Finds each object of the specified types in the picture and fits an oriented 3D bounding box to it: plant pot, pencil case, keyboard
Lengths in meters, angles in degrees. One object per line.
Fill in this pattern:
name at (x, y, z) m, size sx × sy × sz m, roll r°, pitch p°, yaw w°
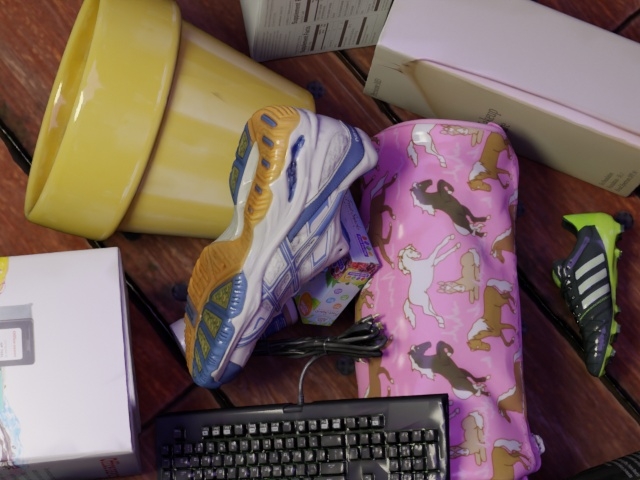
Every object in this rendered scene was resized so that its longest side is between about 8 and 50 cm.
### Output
plant pot at (-0.143, -0.108, 1.575) m, size 0.239 × 0.254 × 0.254 m, roll 16°, pitch 75°, yaw -16°
pencil case at (0.123, 0.066, 1.584) m, size 0.167 × 0.160 × 0.386 m, roll 11°, pitch 71°, yaw -42°
keyboard at (-0.023, 0.176, 1.529) m, size 0.317 × 0.033 × 0.202 m, roll -7°, pitch 75°, yaw 27°

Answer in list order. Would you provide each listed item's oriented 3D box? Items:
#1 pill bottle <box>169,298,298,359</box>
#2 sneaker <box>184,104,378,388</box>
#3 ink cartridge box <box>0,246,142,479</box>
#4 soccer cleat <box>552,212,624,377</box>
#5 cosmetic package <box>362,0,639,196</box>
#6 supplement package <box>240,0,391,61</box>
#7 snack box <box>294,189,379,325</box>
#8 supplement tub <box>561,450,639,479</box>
pill bottle at (-0.089, 0.080, 1.610) m, size 0.120 × 0.067 × 0.067 m, roll -27°, pitch 79°, yaw -10°
sneaker at (-0.035, 0.020, 1.498) m, size 0.131 × 0.296 × 0.112 m, roll 8°, pitch 29°, yaw -29°
ink cartridge box at (-0.312, 0.132, 1.515) m, size 0.270 × 0.198 × 0.197 m, roll -5°, pitch 76°, yaw -6°
soccer cleat at (0.276, 0.056, 1.652) m, size 0.072 × 0.060 × 0.179 m, roll 3°, pitch 69°, yaw 7°
cosmetic package at (0.211, -0.167, 1.647) m, size 0.309 × 0.160 × 0.113 m, roll 21°, pitch 76°, yaw 2°
supplement package at (-0.022, -0.347, 1.651) m, size 0.145 × 0.204 × 0.262 m, roll -9°, pitch 77°, yaw -7°
snack box at (0.000, 0.000, 1.597) m, size 0.037 × 0.100 × 0.141 m, roll 7°, pitch 46°, yaw -33°
supplement tub at (0.335, 0.300, 1.514) m, size 0.338 × 0.207 × 0.207 m, roll -18°, pitch 78°, yaw -7°
